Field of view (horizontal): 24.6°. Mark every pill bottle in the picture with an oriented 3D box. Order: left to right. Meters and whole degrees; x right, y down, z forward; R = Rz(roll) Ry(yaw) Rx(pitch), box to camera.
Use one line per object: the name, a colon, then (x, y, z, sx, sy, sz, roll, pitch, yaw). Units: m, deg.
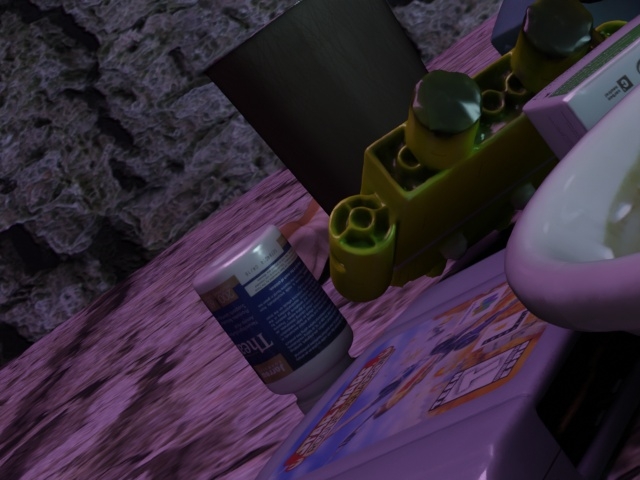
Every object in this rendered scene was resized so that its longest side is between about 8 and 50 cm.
pill bottle: (-0.022, 0.055, 0.935, 0.067, 0.120, 0.067, -36, 7, 5)

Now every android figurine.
android figurine: (0.104, -0.050, 0.960, 0.248, 0.056, 0.273, -34, -18, -15)

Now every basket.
basket: (0.033, -0.099, 1.240, 0.154, 0.227, 0.204, -32, 7, 27)

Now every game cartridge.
game cartridge: (0.066, 0.076, 0.686, 0.198, 0.062, 0.297, -25, 12, 37)

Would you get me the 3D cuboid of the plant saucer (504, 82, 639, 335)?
plant saucer: (0.253, -0.066, 0.515, 0.400, 0.100, 0.400, -35, 7, 5)

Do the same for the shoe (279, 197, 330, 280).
shoe: (0.000, 0.000, 1.484, 0.077, 0.058, 0.219, -66, -9, 22)

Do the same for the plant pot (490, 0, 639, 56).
plant pot: (0.259, -0.210, 1.185, 0.234, 0.166, 0.165, -47, 11, -24)

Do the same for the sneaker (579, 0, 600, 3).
sneaker: (0.270, -0.166, 0.809, 0.319, 0.131, 0.112, -16, 10, 43)

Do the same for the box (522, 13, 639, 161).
box: (0.187, -0.066, 0.810, 0.101, 0.102, 0.087, -38, 5, -5)
